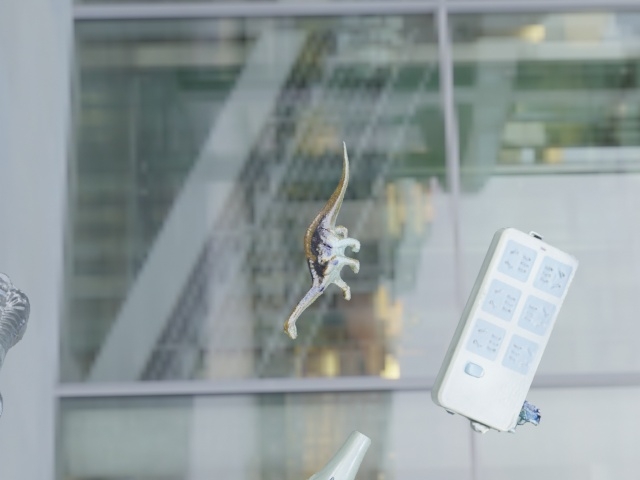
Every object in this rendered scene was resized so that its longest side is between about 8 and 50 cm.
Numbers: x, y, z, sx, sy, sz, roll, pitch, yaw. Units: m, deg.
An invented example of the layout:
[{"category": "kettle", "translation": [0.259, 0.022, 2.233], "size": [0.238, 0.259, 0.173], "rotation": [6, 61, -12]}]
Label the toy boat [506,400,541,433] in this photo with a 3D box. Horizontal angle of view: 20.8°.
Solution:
[{"category": "toy boat", "translation": [0.196, 0.182, 1.790], "size": [0.083, 0.038, 0.038], "rotation": [166, -77, -68]}]

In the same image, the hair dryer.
[{"category": "hair dryer", "translation": [0.075, 0.358, 2.453], "size": [0.067, 0.199, 0.167], "rotation": [90, 16, -64]}]

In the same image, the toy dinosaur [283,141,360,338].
[{"category": "toy dinosaur", "translation": [0.012, 0.006, 1.559], "size": [0.037, 0.058, 0.180], "rotation": [-16, -123, 53]}]

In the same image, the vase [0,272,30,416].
[{"category": "vase", "translation": [-0.400, 0.133, 2.023], "size": [0.237, 0.115, 0.115], "rotation": [-102, -169, -66]}]

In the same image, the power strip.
[{"category": "power strip", "translation": [0.167, 0.081, 1.597], "size": [0.192, 0.081, 0.035], "rotation": [-67, -166, -7]}]
